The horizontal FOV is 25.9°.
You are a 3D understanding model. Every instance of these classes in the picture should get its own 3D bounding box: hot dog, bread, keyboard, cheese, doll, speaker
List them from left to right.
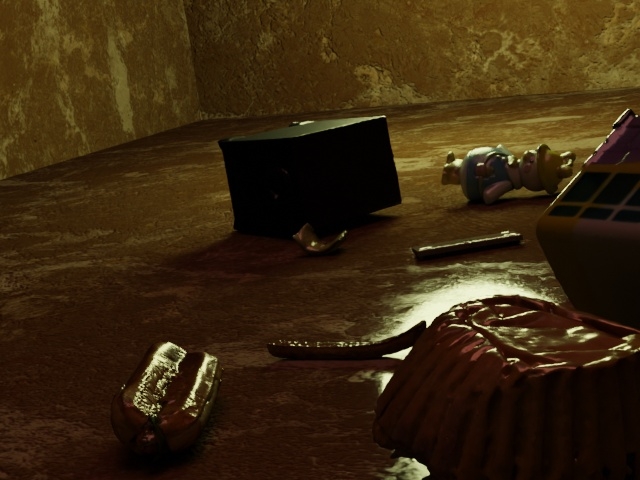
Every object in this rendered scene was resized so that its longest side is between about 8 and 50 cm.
[{"bbox_3d":[-0.165,0.175,1.478,0.104,0.076,0.250,11,15,-1],"label":"hot dog"},{"bbox_3d":[-0.028,-0.117,2.524,0.232,0.184,0.254,-16,11,-36],"label":"speaker"},{"bbox_3d":[-0.001,0.001,2.278,0.084,0.041,0.060,10,23,11],"label":"cheese"},{"bbox_3d":[0.227,0.008,2.147,0.166,0.017,0.055,-9,7,-6],"label":"keyboard"},{"bbox_3d":[0.342,-0.124,2.512,0.241,0.098,0.135,-5,7,23],"label":"doll"},{"bbox_3d":[0.180,0.137,1.222,0.274,0.149,0.274,-1,12,0],"label":"bread"}]

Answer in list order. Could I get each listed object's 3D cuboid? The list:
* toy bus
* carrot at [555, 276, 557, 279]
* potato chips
[{"bbox_3d":[0.454,0.006,1.386,0.249,0.209,0.440,-46,28,-24],"label":"toy bus"},{"bbox_3d":[0.366,0.055,1.722,0.059,0.059,0.248,-14,9,-26],"label":"carrot"},{"bbox_3d":[0.032,0.125,1.670,0.204,0.037,0.026,-9,0,24],"label":"potato chips"}]
